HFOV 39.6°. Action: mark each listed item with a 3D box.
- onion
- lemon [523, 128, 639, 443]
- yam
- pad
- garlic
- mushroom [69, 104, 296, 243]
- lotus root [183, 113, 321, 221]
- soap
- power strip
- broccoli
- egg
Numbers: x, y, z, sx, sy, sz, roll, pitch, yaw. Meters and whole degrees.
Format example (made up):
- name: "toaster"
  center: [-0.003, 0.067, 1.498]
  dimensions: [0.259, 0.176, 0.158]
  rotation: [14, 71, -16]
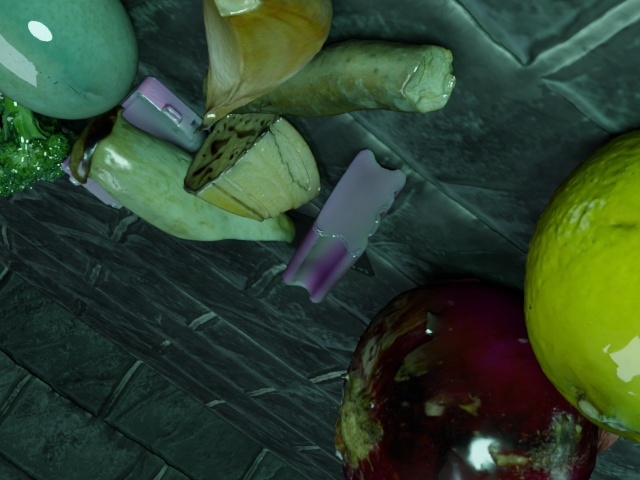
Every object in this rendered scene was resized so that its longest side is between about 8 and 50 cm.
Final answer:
- name: "onion"
  center: [0.217, 0.215, 1.057]
  dimensions: [0.385, 0.348, 0.348]
  rotation: [2, 165, -18]
- name: "lemon"
  center: [0.271, 0.048, 0.698]
  dimensions: [0.240, 0.219, 0.240]
  rotation: [31, 162, 11]
- name: "yam"
  center: [-0.005, -0.153, 0.855]
  dimensions: [0.071, 0.067, 0.317]
  rotation: [19, 173, -42]
- name: "pad"
  center: [0.000, 0.000, 1.247]
  dimensions: [0.157, 0.003, 0.112]
  rotation: [20, 154, 30]
- name: "garlic"
  center: [-0.050, -0.193, 0.775]
  dimensions: [0.115, 0.128, 0.207]
  rotation: [1, 153, -11]
- name: "mushroom"
  center: [-0.167, -0.055, 1.127]
  dimensions: [0.333, 0.107, 0.087]
  rotation: [32, 169, -39]
- name: "lotus root"
  center: [-0.081, -0.092, 1.070]
  dimensions: [0.159, 0.095, 0.135]
  rotation: [-25, 136, 17]
- name: "soap"
  center: [0.023, -0.010, 1.040]
  dimensions: [0.065, 0.122, 0.203]
  rotation: [33, 157, -1]
- name: "power strip"
  center: [-0.256, -0.125, 1.209]
  dimensions: [0.109, 0.037, 0.279]
  rotation: [41, 142, -19]
- name: "broccoli"
  center: [-0.507, -0.181, 1.319]
  dimensions: [0.294, 0.265, 0.245]
  rotation: [31, 124, -10]
- name: "egg"
  center: [-0.303, -0.234, 0.956]
  dimensions: [0.236, 0.169, 0.169]
  rotation: [40, 157, -22]
